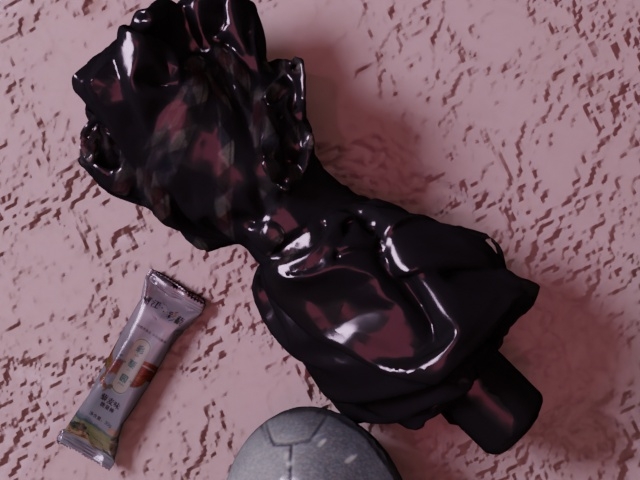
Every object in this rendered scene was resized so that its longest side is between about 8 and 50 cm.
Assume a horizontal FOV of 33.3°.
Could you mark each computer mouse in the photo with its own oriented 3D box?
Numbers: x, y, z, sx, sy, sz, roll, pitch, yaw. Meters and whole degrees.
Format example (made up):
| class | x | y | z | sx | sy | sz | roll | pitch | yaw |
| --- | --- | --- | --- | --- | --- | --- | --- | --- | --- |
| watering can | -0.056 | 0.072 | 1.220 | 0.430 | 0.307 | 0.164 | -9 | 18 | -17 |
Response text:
| class | x | y | z | sx | sy | sz | roll | pitch | yaw |
| --- | --- | --- | --- | --- | --- | --- | --- | --- | --- |
| computer mouse | 0.007 | 0.198 | 0.539 | 0.113 | 0.068 | 0.229 | -10 | 100 | 18 |

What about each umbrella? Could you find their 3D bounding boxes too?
| class | x | y | z | sx | sy | sz | roll | pitch | yaw |
| --- | --- | --- | --- | --- | --- | --- | --- | --- | --- |
| umbrella | -0.001 | 0.000 | 0.524 | 0.272 | 0.110 | 0.122 | 44 | 98 | -2 |

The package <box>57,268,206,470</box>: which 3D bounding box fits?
| class | x | y | z | sx | sy | sz | roll | pitch | yaw |
| --- | --- | --- | --- | --- | --- | --- | --- | --- | --- |
| package | -0.103 | 0.071 | 0.582 | 0.037 | 0.015 | 0.110 | 31 | 96 | 9 |
